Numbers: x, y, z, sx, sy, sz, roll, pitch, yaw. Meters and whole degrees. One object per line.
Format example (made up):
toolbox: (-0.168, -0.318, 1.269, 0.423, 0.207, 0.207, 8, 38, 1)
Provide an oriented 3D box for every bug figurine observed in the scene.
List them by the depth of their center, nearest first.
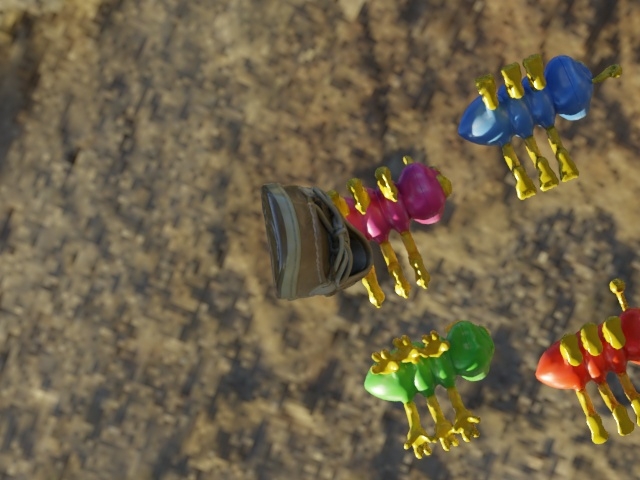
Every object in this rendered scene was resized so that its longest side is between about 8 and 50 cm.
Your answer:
bug figurine: (0.114, 0.012, 1.112, 0.216, 0.279, 0.072, -19, 26, 0)

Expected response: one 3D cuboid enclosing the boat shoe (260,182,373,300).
boat shoe: (0.000, 0.002, 0.824, 0.153, 0.048, 0.056, 73, -171, -80)
